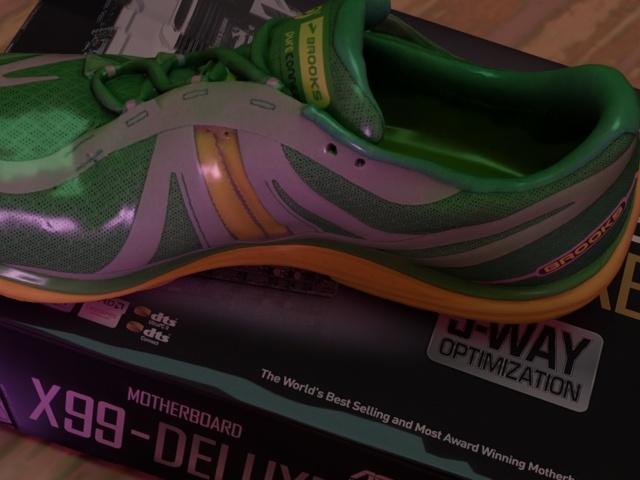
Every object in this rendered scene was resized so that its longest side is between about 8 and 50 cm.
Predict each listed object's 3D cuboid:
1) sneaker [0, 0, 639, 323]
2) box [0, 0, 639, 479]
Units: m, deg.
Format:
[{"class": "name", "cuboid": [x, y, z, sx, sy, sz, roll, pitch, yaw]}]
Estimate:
[{"class": "sneaker", "cuboid": [-0.023, -0.044, 0.603, 0.295, 0.123, 0.109, 3, 49, -9]}, {"class": "box", "cuboid": [0.000, 0.000, 0.705, 0.307, 0.076, 0.242, 19, 48, 5]}]
